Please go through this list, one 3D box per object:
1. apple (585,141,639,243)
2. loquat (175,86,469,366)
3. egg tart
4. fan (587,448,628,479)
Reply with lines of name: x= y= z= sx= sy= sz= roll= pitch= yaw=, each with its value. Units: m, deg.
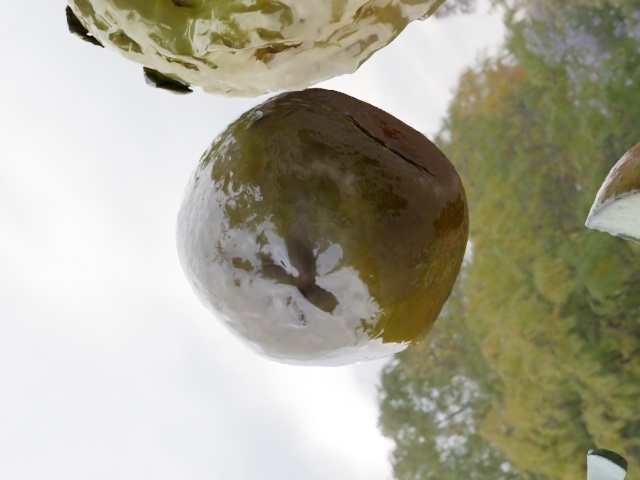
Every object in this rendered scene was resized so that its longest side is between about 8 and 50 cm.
apple: x=0.472 y=-0.048 z=1.183 sx=0.346 sy=0.179 sz=0.254 roll=15 pitch=-169 yaw=7
loquat: x=0.000 y=0.000 z=1.045 sx=0.276 sy=0.276 sz=0.284 roll=56 pitch=-161 yaw=-7
egg tart: x=-0.004 y=-0.224 z=0.612 sx=0.132 sy=0.345 sz=0.345 roll=25 pitch=-144 yaw=-52
fan: x=0.265 y=0.256 z=1.067 sx=0.016 sy=0.038 sz=0.193 roll=-53 pitch=-28 yaw=-34
